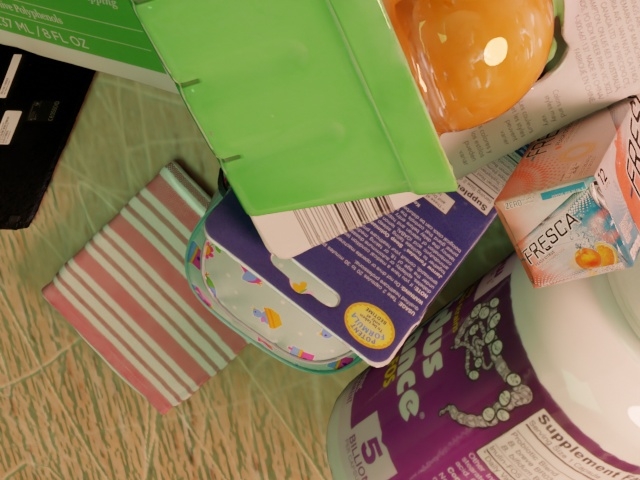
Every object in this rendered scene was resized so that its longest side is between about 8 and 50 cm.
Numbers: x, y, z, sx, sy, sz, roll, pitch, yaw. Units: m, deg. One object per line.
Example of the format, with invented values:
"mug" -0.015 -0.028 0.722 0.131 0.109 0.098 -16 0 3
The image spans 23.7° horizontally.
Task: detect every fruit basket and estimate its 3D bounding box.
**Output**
"fruit basket" 0.072 -0.177 0.751 0.353 0.165 0.327 -29 131 0

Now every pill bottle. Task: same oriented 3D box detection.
"pill bottle" 0.151 0.090 0.971 0.169 0.169 0.301 45 129 -4

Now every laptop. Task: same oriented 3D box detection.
"laptop" -0.319 -0.127 1.106 0.234 0.264 0.136 -58 45 42

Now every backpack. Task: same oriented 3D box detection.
"backpack" 0.000 0.000 1.015 0.166 0.144 0.188 33 133 -1

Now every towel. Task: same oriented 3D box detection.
"towel" -0.117 0.039 1.177 0.144 0.029 0.197 46 127 -5

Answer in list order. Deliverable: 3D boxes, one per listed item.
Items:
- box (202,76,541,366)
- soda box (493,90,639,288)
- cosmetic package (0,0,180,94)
"box" 0.041 -0.040 0.916 0.136 0.225 0.036 38 153 2
"soda box" 0.161 -0.047 0.868 0.063 0.183 0.058 -15 112 32
"cosmetic package" -0.150 -0.279 0.828 0.197 0.155 0.365 18 146 36
